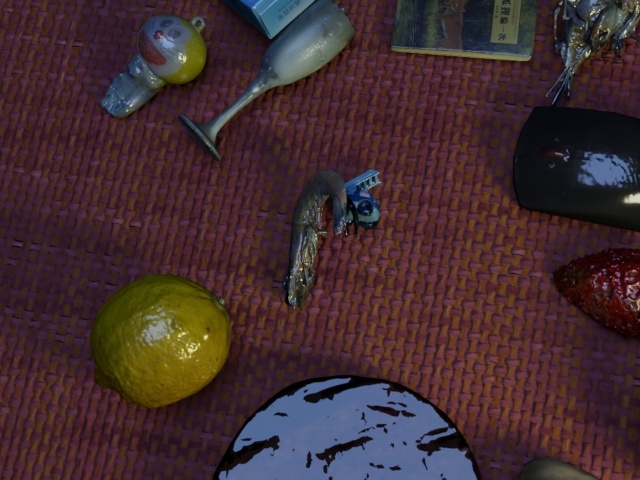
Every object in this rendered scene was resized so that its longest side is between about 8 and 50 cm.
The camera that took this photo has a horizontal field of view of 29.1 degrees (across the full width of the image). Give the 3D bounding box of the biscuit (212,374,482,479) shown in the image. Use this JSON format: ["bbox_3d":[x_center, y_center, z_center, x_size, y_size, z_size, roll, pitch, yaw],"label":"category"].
[{"bbox_3d":[0.039,0.397,1.781,0.407,0.091,0.407,-2,72,7],"label":"biscuit"}]

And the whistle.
[{"bbox_3d":[-0.274,-0.286,2.011,0.223,0.123,0.123,-41,73,10],"label":"whistle"}]

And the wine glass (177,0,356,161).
[{"bbox_3d":[-0.026,-0.201,1.992,0.309,0.096,0.264,-42,97,-6],"label":"wine glass"}]

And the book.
[{"bbox_3d":[0.236,-0.373,2.010,0.228,0.024,0.160,6,72,10],"label":"book"}]

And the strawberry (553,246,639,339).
[{"bbox_3d":[0.451,0.068,1.824,0.140,0.085,0.192,-44,72,-4],"label":"strawberry"}]

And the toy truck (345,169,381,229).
[{"bbox_3d":[0.063,-0.068,1.932,0.073,0.056,0.090,10,63,14],"label":"toy truck"}]

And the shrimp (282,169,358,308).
[{"bbox_3d":[0.000,0.000,1.883,0.046,0.152,0.219,15,84,-32],"label":"shrimp"}]

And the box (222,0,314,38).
[{"bbox_3d":[-0.104,-0.443,2.004,0.142,0.083,0.232,-42,51,-6],"label":"box"}]

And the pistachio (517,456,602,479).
[{"bbox_3d":[0.345,0.364,1.738,0.149,0.113,0.113,8,75,5],"label":"pistachio"}]

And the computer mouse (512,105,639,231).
[{"bbox_3d":[0.427,-0.112,1.870,0.269,0.100,0.170,9,73,10],"label":"computer mouse"}]

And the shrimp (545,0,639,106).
[{"bbox_3d":[0.427,-0.386,1.918,0.172,0.137,0.372,31,73,-24],"label":"shrimp"}]

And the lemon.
[{"bbox_3d":[-0.237,0.147,1.834,0.231,0.192,0.192,-33,72,6],"label":"lemon"}]
